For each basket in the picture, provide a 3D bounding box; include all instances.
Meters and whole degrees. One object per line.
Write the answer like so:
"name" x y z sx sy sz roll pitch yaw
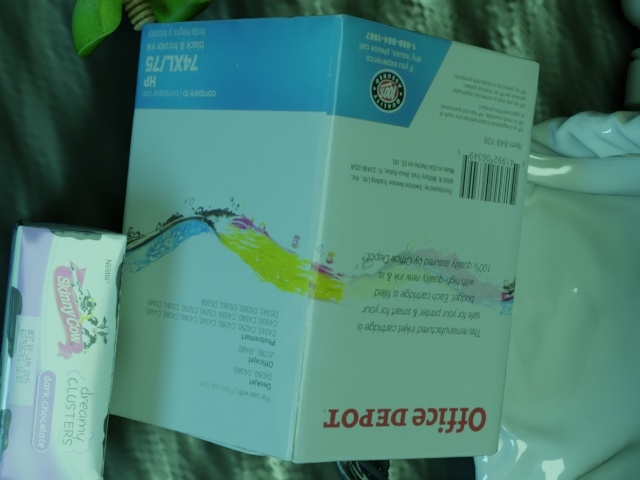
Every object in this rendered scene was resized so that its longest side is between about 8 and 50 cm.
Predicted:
"basket" 0.299 0.078 1.038 0.266 0.328 0.331 -1 91 -34

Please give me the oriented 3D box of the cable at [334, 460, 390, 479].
"cable" 0.082 0.148 1.160 0.150 0.047 0.184 -45 97 0

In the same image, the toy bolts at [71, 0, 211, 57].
"toy bolts" -0.077 -0.252 1.043 0.228 0.218 0.158 -23 90 -29

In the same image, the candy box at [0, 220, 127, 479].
"candy box" -0.178 0.071 1.018 0.070 0.196 0.165 6 90 -12

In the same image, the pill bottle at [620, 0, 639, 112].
"pill bottle" 0.297 -0.207 1.148 0.131 0.131 0.229 9 90 -13

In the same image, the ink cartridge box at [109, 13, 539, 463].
"ink cartridge box" 0.000 0.000 1.022 0.198 0.197 0.270 6 90 -45
